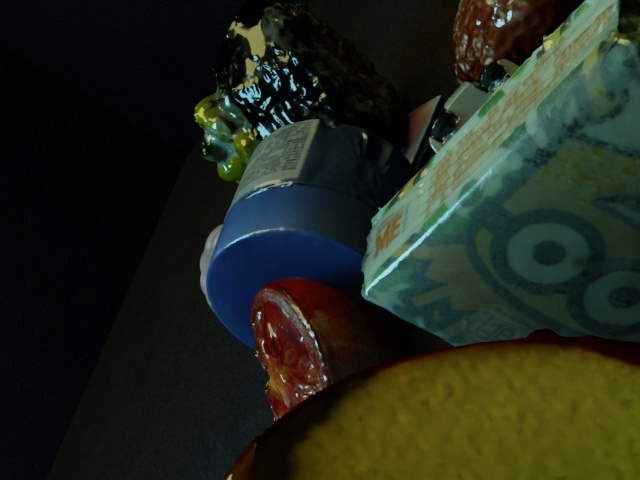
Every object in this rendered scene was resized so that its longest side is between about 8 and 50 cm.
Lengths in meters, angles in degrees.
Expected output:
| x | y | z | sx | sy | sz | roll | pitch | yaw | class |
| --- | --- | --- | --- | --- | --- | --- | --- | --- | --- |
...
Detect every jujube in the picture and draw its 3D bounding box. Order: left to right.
| x | y | z | sx | sy | sz | roll | pitch | yaw | class |
| --- | --- | --- | --- | --- | --- | --- | --- | --- | --- |
| 0.239 | -0.262 | 1.363 | 0.236 | 0.168 | 0.168 | 114 | 177 | -60 | jujube |

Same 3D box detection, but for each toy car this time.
| x | y | z | sx | sy | sz | roll | pitch | yaw | class |
| --- | --- | --- | --- | --- | --- | --- | --- | --- | --- |
| 0.203 | -0.134 | 1.313 | 0.139 | 0.112 | 0.112 | -56 | -12 | 4 | toy car |

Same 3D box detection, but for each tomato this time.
| x | y | z | sx | sy | sz | roll | pitch | yaw | class |
| --- | --- | --- | --- | --- | --- | --- | --- | --- | --- |
| 0.018 | 0.149 | 1.269 | 0.200 | 0.139 | 0.233 | 19 | 121 | 63 | tomato |

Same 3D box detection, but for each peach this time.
| x | y | z | sx | sy | sz | roll | pitch | yaw | class |
| --- | --- | --- | --- | --- | --- | --- | --- | --- | --- |
| 0.100 | 0.201 | 0.621 | 0.258 | 0.361 | 0.201 | -101 | 18 | -46 | peach |

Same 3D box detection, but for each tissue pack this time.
| x | y | z | sx | sy | sz | roll | pitch | yaw | class |
| --- | --- | --- | --- | --- | --- | --- | --- | --- | --- |
| 0.207 | -0.024 | 0.849 | 0.311 | 0.228 | 0.128 | -46 | 21 | 38 | tissue pack |

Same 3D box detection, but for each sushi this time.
| x | y | z | sx | sy | sz | roll | pitch | yaw | class |
| --- | --- | --- | --- | --- | --- | --- | --- | --- | --- |
| -0.053 | -0.191 | 1.765 | 0.285 | 0.328 | 0.328 | -47 | 10 | 20 | sushi |

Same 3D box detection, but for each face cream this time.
| x | y | z | sx | sy | sz | roll | pitch | yaw | class |
| --- | --- | --- | --- | --- | --- | --- | --- | --- | --- |
| 0.000 | 0.000 | 1.414 | 0.249 | 0.249 | 0.225 | -44 | 22 | 43 | face cream |

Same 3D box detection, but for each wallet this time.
| x | y | z | sx | sy | sz | roll | pitch | yaw | class |
| --- | --- | --- | --- | --- | --- | --- | --- | --- | --- |
| 0.115 | -0.101 | 1.657 | 0.232 | 0.025 | 0.119 | -65 | 17 | -19 | wallet |

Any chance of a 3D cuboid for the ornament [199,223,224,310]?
| x | y | z | sx | sy | sz | roll | pitch | yaw | class |
| --- | --- | --- | --- | --- | --- | --- | --- | --- | --- |
| -0.108 | 0.049 | 1.830 | 0.177 | 0.177 | 0.177 | -53 | 17 | 23 | ornament |
